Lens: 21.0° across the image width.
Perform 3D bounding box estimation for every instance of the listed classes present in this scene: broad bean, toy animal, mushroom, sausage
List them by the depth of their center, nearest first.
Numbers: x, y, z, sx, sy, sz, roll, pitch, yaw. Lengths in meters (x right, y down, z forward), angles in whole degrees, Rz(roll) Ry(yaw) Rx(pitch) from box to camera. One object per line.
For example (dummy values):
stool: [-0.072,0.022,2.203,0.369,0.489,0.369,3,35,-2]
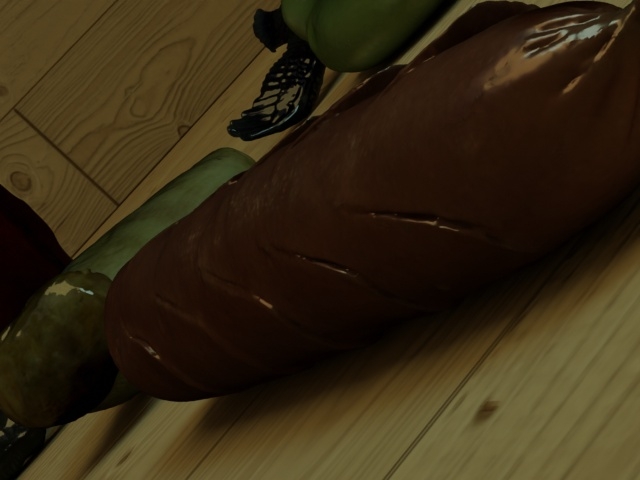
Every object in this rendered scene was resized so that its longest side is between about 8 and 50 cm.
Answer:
sausage: [0.001,0.002,0.645,0.088,0.088,0.433,-51,8,-26]
mushroom: [-0.112,0.025,1.108,0.107,0.087,0.333,-39,7,23]
toy animal: [-0.218,0.136,1.247,0.135,0.047,0.065,-47,13,-10]
broad bean: [0.053,-0.206,1.365,0.169,0.100,0.228,-54,20,1]
toy animal: [0.006,-0.226,1.593,0.197,0.272,0.160,-9,-6,6]

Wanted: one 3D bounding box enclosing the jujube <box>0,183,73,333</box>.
jujube: [-0.360,0.119,1.372,0.377,0.276,0.276,-35,8,-2]
